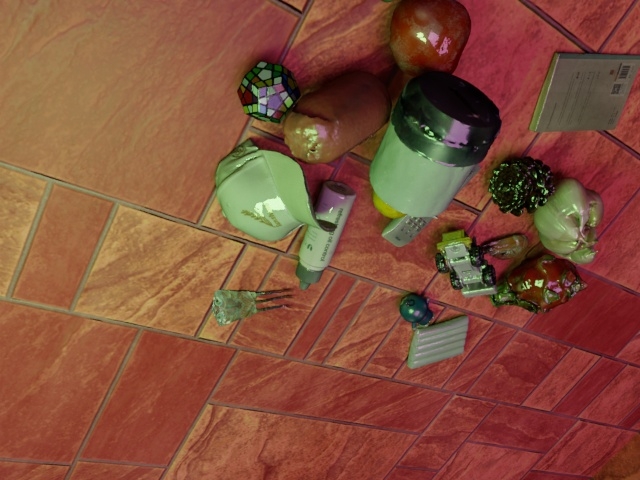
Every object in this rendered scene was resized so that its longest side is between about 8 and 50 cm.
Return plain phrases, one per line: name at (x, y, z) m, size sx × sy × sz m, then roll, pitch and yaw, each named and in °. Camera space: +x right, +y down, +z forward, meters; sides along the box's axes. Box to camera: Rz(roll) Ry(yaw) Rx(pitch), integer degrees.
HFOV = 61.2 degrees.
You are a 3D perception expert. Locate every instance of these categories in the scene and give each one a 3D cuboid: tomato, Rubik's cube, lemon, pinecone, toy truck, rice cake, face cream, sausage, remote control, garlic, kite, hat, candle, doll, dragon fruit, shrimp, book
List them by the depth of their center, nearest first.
Rubik's cube at (-0.108, -0.311, 1.143) m, size 0.133 × 0.112 × 0.133 m, roll -10°, pitch 124°, yaw -15°
tomato at (0.231, -0.433, 1.163) m, size 0.187 × 0.151 × 0.187 m, roll -8°, pitch 129°, yaw -10°
sausage at (0.039, -0.264, 1.163) m, size 0.280 × 0.152 × 0.152 m, roll -36°, pitch 133°, yaw -32°
candle at (0.231, -0.185, 1.199) m, size 0.221 × 0.221 × 0.342 m, roll 0°, pitch 143°, yaw -20°
hat at (-0.103, -0.069, 1.225) m, size 0.168 × 0.301 × 0.258 m, roll -47°, pitch 127°, yaw -14°
lemon at (0.187, -0.112, 1.381) m, size 0.109 × 0.109 × 0.133 m, roll -31°, pitch 153°, yaw 2°
face cream at (0.000, 0.000, 1.404) m, size 0.092 × 0.092 × 0.311 m, roll 8°, pitch 120°, yaw -24°
book at (0.708, -0.390, 1.439) m, size 0.283 × 0.025 × 0.214 m, roll -3°, pitch 122°, yaw -19°
remote control at (0.291, -0.112, 1.458) m, size 0.313 × 0.055 × 0.109 m, roll -46°, pitch 142°, yaw 10°
pinecone at (0.557, -0.150, 1.469) m, size 0.165 × 0.163 × 0.163 m, roll -11°, pitch 127°, yaw -35°
kite at (-0.186, 0.179, 1.505) m, size 0.229 × 0.016 × 0.127 m, roll -4°, pitch 126°, yaw -14°
garlic at (0.716, -0.044, 1.568) m, size 0.185 × 0.203 × 0.281 m, roll -5°, pitch 129°, yaw 4°
toy truck at (0.434, 0.072, 1.593) m, size 0.136 × 0.111 × 0.286 m, roll -12°, pitch 143°, yaw 27°
shrimp at (0.557, 0.025, 1.660) m, size 0.180 × 0.041 × 0.099 m, roll -8°, pitch 139°, yaw -16°
doll at (0.296, 0.216, 1.662) m, size 0.114 × 0.085 × 0.152 m, roll -54°, pitch 135°, yaw 1°
dragon fruit at (0.670, 0.153, 1.677) m, size 0.269 × 0.200 × 0.198 m, roll -37°, pitch 116°, yaw 8°
rice cake at (0.393, 0.338, 1.802) m, size 0.198 × 0.037 × 0.189 m, roll -7°, pitch 125°, yaw -15°

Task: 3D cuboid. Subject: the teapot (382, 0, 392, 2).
teapot at (-0.005, -0.561, 0.982) m, size 0.337 × 0.200 × 0.270 m, roll 8°, pitch 152°, yaw -22°
